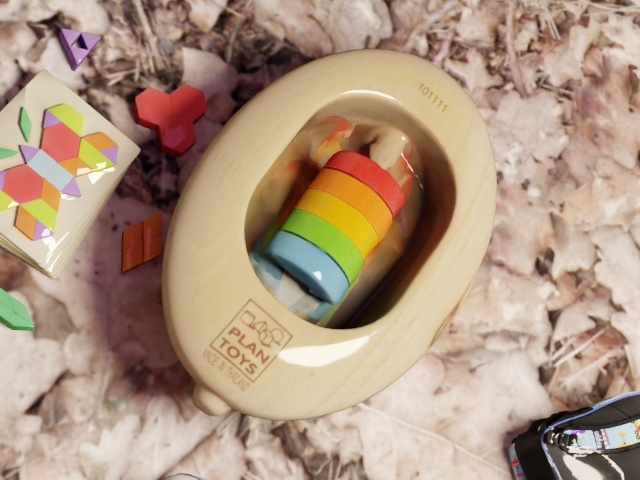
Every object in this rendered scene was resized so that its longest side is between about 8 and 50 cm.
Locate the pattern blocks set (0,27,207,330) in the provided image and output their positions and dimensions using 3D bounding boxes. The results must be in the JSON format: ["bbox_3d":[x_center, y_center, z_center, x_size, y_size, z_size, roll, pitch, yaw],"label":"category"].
[{"bbox_3d":[-0.281,-0.071,1.357,0.285,0.026,0.325,26,68,-13],"label":"pattern blocks set"}]

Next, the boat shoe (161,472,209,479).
[{"bbox_3d":[-0.040,0.324,1.313,0.302,0.109,0.094,42,40,-10],"label":"boat shoe"}]

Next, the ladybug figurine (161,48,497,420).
[{"bbox_3d":[0.000,0.000,1.371,0.305,0.162,0.449,42,65,-5],"label":"ladybug figurine"}]

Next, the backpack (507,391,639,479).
[{"bbox_3d":[0.314,0.249,1.447,0.173,0.117,0.158,-20,83,-24],"label":"backpack"}]
